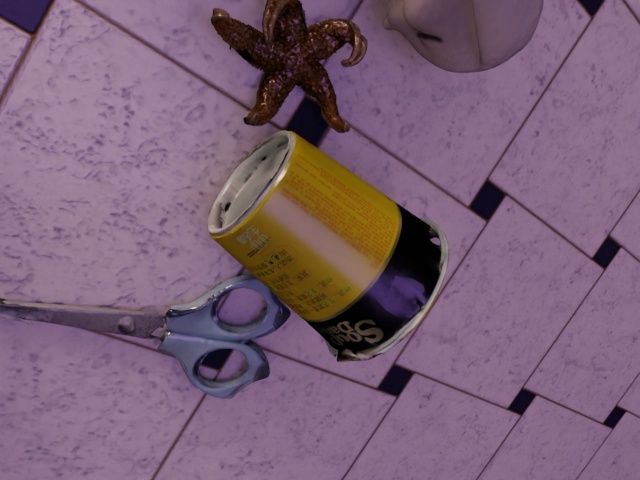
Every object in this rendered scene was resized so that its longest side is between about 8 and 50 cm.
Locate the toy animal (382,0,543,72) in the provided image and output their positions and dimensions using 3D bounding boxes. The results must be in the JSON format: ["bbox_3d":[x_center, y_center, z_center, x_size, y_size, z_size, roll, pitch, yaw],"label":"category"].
[{"bbox_3d":[0.164,-0.307,0.592,0.206,0.271,0.265,-8,132,5],"label":"toy animal"}]

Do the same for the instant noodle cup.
[{"bbox_3d":[0.000,0.000,0.668,0.236,0.215,0.215,37,93,-25],"label":"instant noodle cup"}]

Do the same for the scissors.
[{"bbox_3d":[-0.211,0.110,0.702,0.360,0.029,0.191,13,107,-30],"label":"scissors"}]

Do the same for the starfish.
[{"bbox_3d":[-0.041,-0.195,0.623,0.190,0.074,0.146,12,105,-30],"label":"starfish"}]
